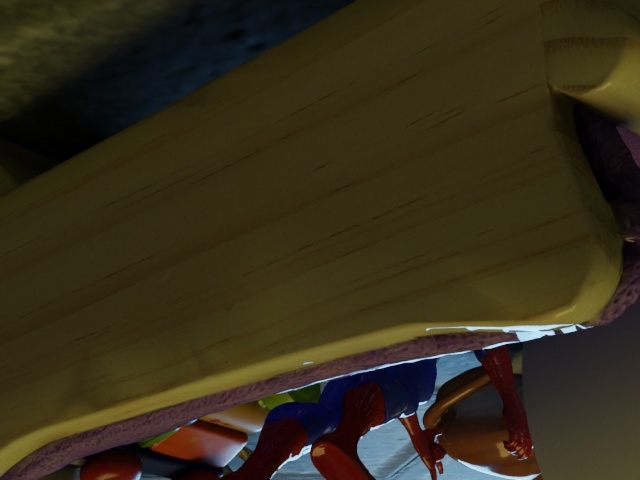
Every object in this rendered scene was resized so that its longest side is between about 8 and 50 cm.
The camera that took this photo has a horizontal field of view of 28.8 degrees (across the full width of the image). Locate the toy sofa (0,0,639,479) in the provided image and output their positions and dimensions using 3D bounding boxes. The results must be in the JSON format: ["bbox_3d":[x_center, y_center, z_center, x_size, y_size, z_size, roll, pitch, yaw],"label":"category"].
[{"bbox_3d":[0.000,0.000,0.494,0.363,0.177,0.150,-22,151,39],"label":"toy sofa"}]

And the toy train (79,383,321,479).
[{"bbox_3d":[-0.058,0.124,0.901,0.143,0.105,0.248,-30,147,24],"label":"toy train"}]

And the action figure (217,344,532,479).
[{"bbox_3d":[0.051,0.099,0.647,0.091,0.139,0.280,-24,-167,26],"label":"action figure"}]

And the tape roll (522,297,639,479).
[{"bbox_3d":[0.240,0.064,0.581,0.246,0.246,0.169,10,155,-26],"label":"tape roll"}]

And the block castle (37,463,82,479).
[{"bbox_3d":[-0.232,0.302,1.055,0.303,0.212,0.453,3,165,26],"label":"block castle"}]

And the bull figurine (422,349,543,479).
[{"bbox_3d":[0.230,0.147,0.966,0.310,0.101,0.188,12,150,-35],"label":"bull figurine"}]
